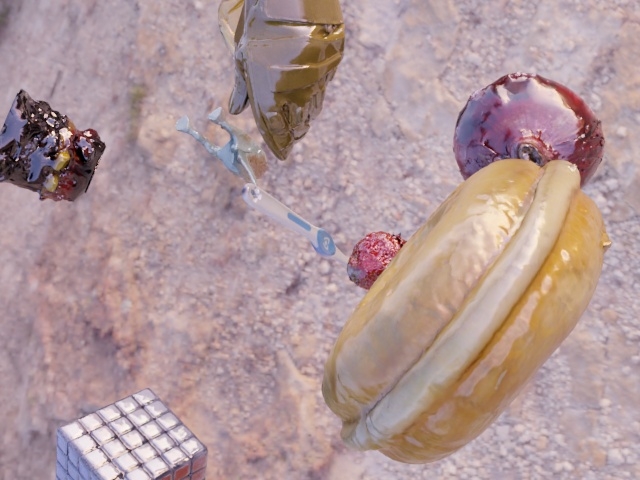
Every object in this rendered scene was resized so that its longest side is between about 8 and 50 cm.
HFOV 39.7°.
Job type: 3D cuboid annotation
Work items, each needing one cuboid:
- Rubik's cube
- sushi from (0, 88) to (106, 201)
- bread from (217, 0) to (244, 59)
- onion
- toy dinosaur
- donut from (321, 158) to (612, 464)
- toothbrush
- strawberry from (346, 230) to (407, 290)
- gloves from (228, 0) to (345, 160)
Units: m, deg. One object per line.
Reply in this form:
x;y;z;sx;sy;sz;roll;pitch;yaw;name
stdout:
-0.401;0.495;1.866;0.237;0.238;0.237;36;130;31;Rubik's cube
-0.438;-0.139;1.438;0.153;0.151;0.172;-68;14;-2;sushi
-0.116;-0.471;2.008;0.179;0.133;0.250;-34;82;18;bread
0.348;-0.156;1.478;0.252;0.252;0.219;-63;0;11;onion
-0.170;-0.177;1.739;0.092;0.205;0.393;-50;30;-6;toy dinosaur
0.174;0.077;1.078;0.198;0.449;0.449;38;112;2;donut
-0.004;0.000;1.360;0.040;0.386;0.040;-17;59;30;toothbrush
0.085;0.033;1.319;0.106;0.106;0.106;-20;62;44;strawberry
-0.046;-0.265;1.216;0.141;0.154;0.331;34;131;55;gloves
